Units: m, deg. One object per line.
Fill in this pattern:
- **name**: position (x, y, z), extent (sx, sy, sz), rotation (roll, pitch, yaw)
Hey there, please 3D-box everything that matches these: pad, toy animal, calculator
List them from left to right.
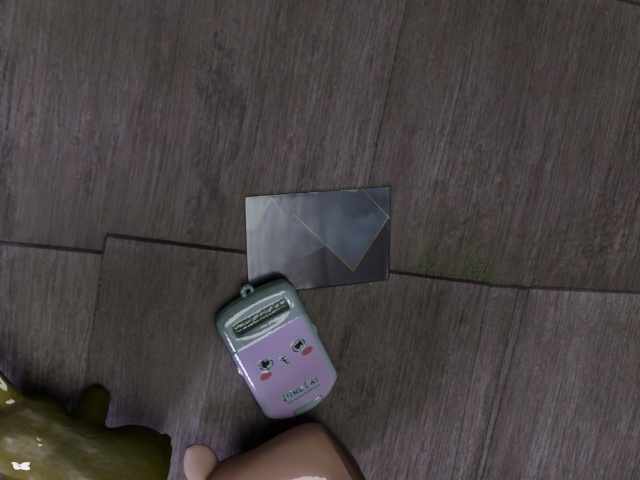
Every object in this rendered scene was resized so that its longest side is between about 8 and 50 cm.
- **toy animal**: position (-0.386, 0.288, 1.111), extent (0.363, 0.180, 0.181), rotation (31, 86, 0)
- **calculator**: position (-0.069, 0.172, 1.235), extent (0.141, 0.045, 0.246), rotation (-28, 111, -10)
- **toy animal**: position (-0.060, 0.395, 1.233), extent (0.256, 0.195, 0.213), rotation (-27, 135, -8)
- **pad**: position (0.000, 0.000, 1.238), extent (0.243, 0.004, 0.163), rotation (-6, 105, -16)
